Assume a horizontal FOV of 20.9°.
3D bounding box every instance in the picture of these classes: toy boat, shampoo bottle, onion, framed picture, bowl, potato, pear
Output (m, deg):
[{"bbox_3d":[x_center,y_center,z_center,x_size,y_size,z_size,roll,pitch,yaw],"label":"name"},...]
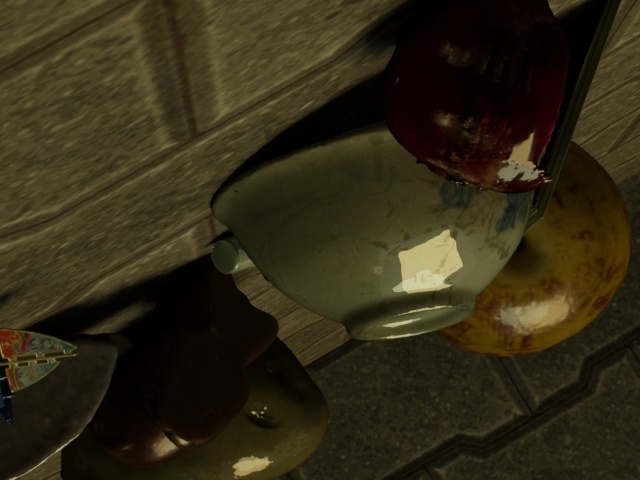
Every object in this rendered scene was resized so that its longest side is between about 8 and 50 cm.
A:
[{"bbox_3d":[-0.258,0.098,1.446,0.110,0.091,0.175,-11,164,-7],"label":"toy boat"},{"bbox_3d":[-0.043,-0.002,1.792,0.069,0.041,0.191,-30,174,34],"label":"shampoo bottle"},{"bbox_3d":[0.118,-0.140,1.317,0.135,0.198,0.173,10,-178,-8],"label":"onion"},{"bbox_3d":[0.226,-0.109,1.710,0.197,0.014,0.252,122,-10,-72],"label":"framed picture"},{"bbox_3d":[0.068,0.007,1.555,0.313,0.146,0.313,-12,164,-3],"label":"bowl"},{"bbox_3d":[-0.151,0.204,1.993,0.326,0.221,0.243,-20,-150,43],"label":"potato"},{"bbox_3d":[-0.308,0.167,1.700,0.276,0.111,0.293,-35,-174,-6],"label":"toy boat"},{"bbox_3d":[0.220,0.000,1.998,0.281,0.280,0.281,-30,172,-5],"label":"pear"}]

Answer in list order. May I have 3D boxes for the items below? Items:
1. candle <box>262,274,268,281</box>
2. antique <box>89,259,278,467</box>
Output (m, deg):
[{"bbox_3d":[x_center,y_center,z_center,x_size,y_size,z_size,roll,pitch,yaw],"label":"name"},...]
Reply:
[{"bbox_3d":[0.000,0.000,1.939,0.162,0.048,0.053,-38,-161,32],"label":"candle"},{"bbox_3d":[-0.143,0.129,1.778,0.143,0.121,0.257,-26,-155,40],"label":"antique"}]
